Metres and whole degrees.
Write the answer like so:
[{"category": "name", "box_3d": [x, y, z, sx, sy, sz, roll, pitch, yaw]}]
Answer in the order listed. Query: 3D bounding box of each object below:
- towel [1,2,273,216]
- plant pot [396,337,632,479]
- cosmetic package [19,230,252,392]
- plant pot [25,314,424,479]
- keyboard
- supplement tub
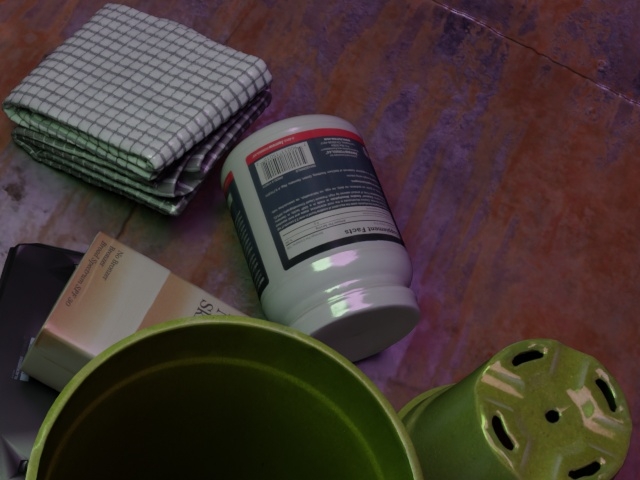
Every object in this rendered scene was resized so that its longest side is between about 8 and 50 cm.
[{"category": "towel", "box_3d": [-0.224, -0.169, 1.711, 0.283, 0.121, 0.235, 23, 53, 27]}, {"category": "plant pot", "box_3d": [0.223, 0.243, 1.545, 0.276, 0.254, 0.276, 6, 60, -10]}, {"category": "cosmetic package", "box_3d": [-0.171, 0.140, 1.547, 0.296, 0.129, 0.153, 30, 55, -9]}, {"category": "plant pot", "box_3d": [-0.115, 0.316, 1.358, 0.366, 0.353, 0.367, 6, 60, -10]}, {"category": "keyboard", "box_3d": [-0.304, 0.154, 1.594, 0.201, 0.033, 0.317, 13, 59, -6]}, {"category": "supplement tub", "box_3d": [0.000, 0.000, 1.664, 0.191, 0.191, 0.272, -11, 64, -20]}]
